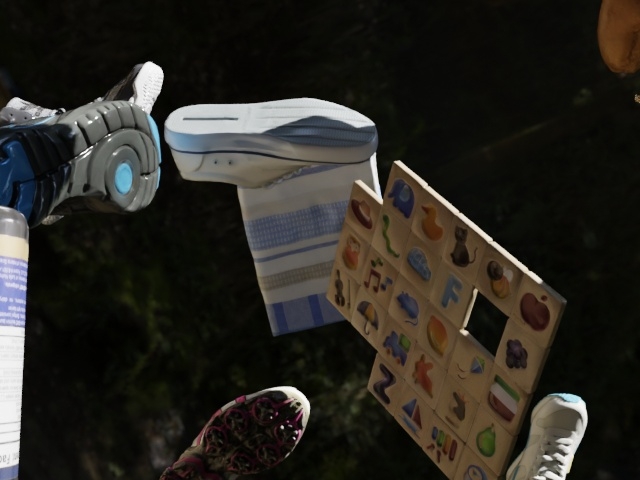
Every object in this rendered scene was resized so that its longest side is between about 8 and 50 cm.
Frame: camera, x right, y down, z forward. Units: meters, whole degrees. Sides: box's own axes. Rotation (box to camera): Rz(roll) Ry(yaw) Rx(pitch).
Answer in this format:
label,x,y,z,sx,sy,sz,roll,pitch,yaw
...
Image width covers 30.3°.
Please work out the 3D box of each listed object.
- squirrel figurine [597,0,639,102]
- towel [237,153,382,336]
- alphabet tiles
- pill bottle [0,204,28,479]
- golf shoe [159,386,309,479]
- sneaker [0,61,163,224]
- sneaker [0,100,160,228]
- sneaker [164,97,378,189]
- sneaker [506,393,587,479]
label,x,y,z,sx,sy,sz,roll,pitch,yaw
squirrel figurine,0.410,-0.294,1.138,0.397,0.281,0.370,120,-28,-47
towel,0.000,0.000,1.738,0.034,0.209,0.285,-109,-173,-64
alphabet tiles,0.081,0.062,0.913,0.237,0.009,0.198,45,-47,42
pill bottle,-0.221,0.089,0.626,0.123,0.123,0.219,47,44,-82
golf shoe,-0.073,0.176,1.060,0.067,0.186,0.086,47,33,-4
sneaker,-0.339,-0.160,1.583,0.153,0.268,0.101,40,13,-3
sneaker,-0.290,-0.084,1.240,0.341,0.140,0.125,-14,105,-64
sneaker,-0.055,-0.110,1.402,0.094,0.258,0.091,-69,158,-44
sneaker,0.350,0.331,1.800,0.092,0.087,0.228,-86,-172,-57
